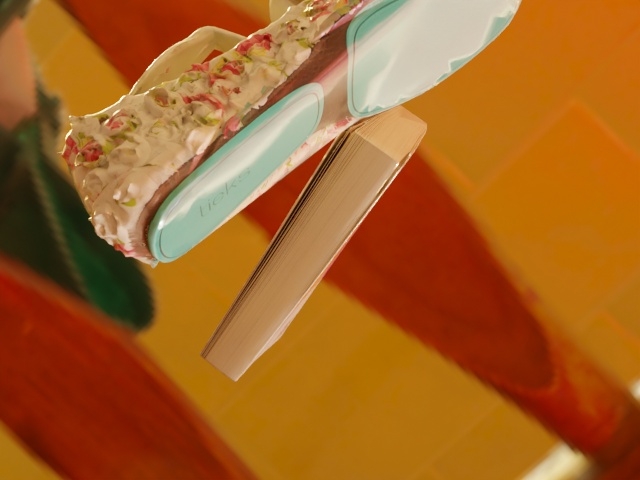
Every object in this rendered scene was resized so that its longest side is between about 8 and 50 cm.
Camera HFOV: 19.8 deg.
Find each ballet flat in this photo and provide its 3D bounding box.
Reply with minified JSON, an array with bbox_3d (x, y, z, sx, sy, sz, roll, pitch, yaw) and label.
[{"bbox_3d":[-0.015,-0.080,0.814,0.241,0.091,0.077,-35,60,-27],"label":"ballet flat"}]

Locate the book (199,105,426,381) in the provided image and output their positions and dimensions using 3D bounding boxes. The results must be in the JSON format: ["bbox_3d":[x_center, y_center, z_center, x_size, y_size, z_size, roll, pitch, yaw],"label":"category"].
[{"bbox_3d":[0.000,0.000,0.950,0.035,0.144,0.096,36,19,5],"label":"book"}]
